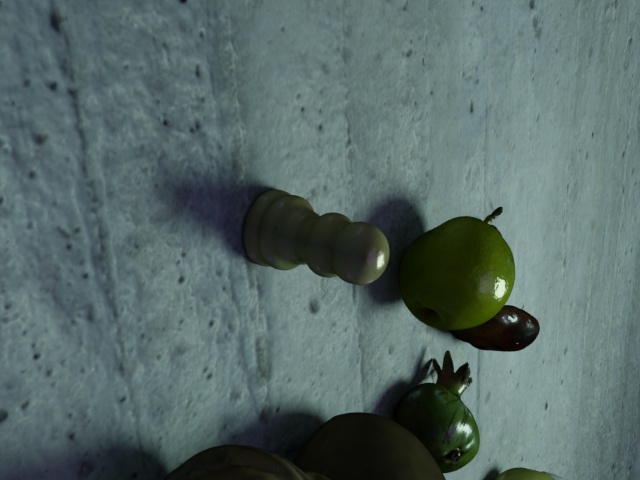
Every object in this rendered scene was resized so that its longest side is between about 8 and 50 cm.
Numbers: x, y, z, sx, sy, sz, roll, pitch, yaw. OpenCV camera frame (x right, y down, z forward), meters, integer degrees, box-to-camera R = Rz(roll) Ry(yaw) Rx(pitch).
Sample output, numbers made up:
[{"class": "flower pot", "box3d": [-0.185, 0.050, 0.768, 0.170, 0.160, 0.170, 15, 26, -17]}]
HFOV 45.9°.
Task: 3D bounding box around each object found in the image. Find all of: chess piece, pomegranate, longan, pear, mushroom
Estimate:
[{"class": "chess piece", "box3d": [0.000, 0.000, 0.862, 0.094, 0.170, 0.094, -19, 116, -46]}, {"class": "pomegranate", "box3d": [0.207, 0.288, 1.268, 0.191, 0.131, 0.152, -59, 138, -33]}, {"class": "longan", "box3d": [0.063, 0.381, 1.018, 0.300, 0.243, 0.301, -173, -90, -88]}, {"class": "pear", "box3d": [0.216, 0.032, 1.157, 0.216, 0.166, 0.180, -61, -179, -24]}, {"class": "mushroom", "box3d": [0.314, 0.084, 1.361, 0.227, 0.147, 0.218, 35, 57, -57]}]

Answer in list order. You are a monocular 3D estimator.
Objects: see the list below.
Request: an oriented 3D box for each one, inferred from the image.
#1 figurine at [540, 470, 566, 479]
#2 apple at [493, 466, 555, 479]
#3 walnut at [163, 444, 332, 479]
[{"class": "figurine", "box3d": [0.518, 0.692, 1.812, 0.236, 0.132, 0.176, -54, 157, -35]}, {"class": "apple", "box3d": [0.438, 0.589, 1.630, 0.200, 0.200, 0.200, -22, 118, -48]}, {"class": "walnut", "box3d": [-0.085, 0.337, 0.788, 0.273, 0.273, 0.227, 62, 29, -42]}]
